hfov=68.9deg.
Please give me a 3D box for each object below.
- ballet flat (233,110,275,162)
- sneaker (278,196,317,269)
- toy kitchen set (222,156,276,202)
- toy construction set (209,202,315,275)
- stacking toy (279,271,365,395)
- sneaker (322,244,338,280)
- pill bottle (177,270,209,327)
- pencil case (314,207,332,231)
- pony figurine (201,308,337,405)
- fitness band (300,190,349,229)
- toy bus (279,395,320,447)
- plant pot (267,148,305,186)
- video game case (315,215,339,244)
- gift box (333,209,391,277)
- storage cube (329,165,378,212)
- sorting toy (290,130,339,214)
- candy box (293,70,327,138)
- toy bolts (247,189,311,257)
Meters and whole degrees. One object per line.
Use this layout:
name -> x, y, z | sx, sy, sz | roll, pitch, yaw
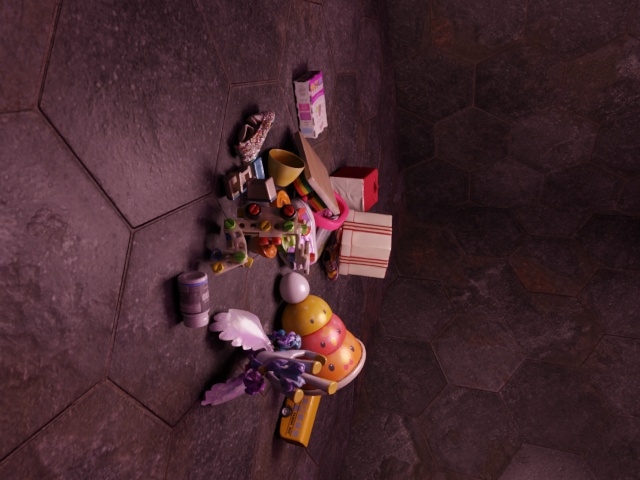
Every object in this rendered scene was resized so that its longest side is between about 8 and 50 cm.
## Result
ballet flat -> -0.207, -0.349, 1.476 | 0.077, 0.091, 0.241 | 45, 45, -34
sneaker -> -0.102, -0.023, 1.825 | 0.161, 0.102, 0.282 | -19, 99, -45
toy kitchen set -> -0.184, -0.168, 1.450 | 0.207, 0.166, 0.122 | -56, 145, -53
toy construction set -> -0.159, 0.005, 1.379 | 0.151, 0.327, 0.215 | 154, -62, -62
stacking toy -> -0.050, 0.346, 1.883 | 0.480, 0.350, 0.350 | 67, 30, -20
sneaker -> 0.041, 0.117, 2.317 | 0.084, 0.069, 0.185 | -24, 112, -58
pill bottle -> -0.336, 0.157, 1.243 | 0.078, 0.078, 0.137 | -37, 130, -64
pencil case -> -0.015, -0.091, 2.054 | 0.098, 0.095, 0.209 | -47, 177, 24
pony figurine -> -0.170, 0.388, 1.474 | 0.351, 0.363, 0.303 | 12, 91, -54
fitness band -> 0.017, -0.144, 1.983 | 0.054, 0.209, 0.291 | -49, -179, 30
toy bus -> -0.081, 0.701, 2.021 | 0.108, 0.130, 0.333 | 69, 32, -51
plant pot -> -0.134, -0.250, 1.659 | 0.095, 0.134, 0.134 | -64, 171, 29
video game case -> 0.000, 0.000, 2.073 | 0.227, 0.026, 0.206 | -63, 168, 16
gift box -> 0.194, 0.009, 2.219 | 0.276, 0.258, 0.255 | -82, 177, -47
storage cube -> 0.170, -0.260, 2.357 | 0.193, 0.215, 0.184 | -42, 135, -54
sorting toy -> -0.041, -0.247, 1.816 | 0.255, 0.089, 0.257 | 48, 22, -51
candy box -> -0.038, -0.552, 1.897 | 0.159, 0.071, 0.233 | -58, 147, -52
toy bolts -> -0.158, -0.063, 1.597 | 0.228, 0.158, 0.218 | -29, 109, -63
